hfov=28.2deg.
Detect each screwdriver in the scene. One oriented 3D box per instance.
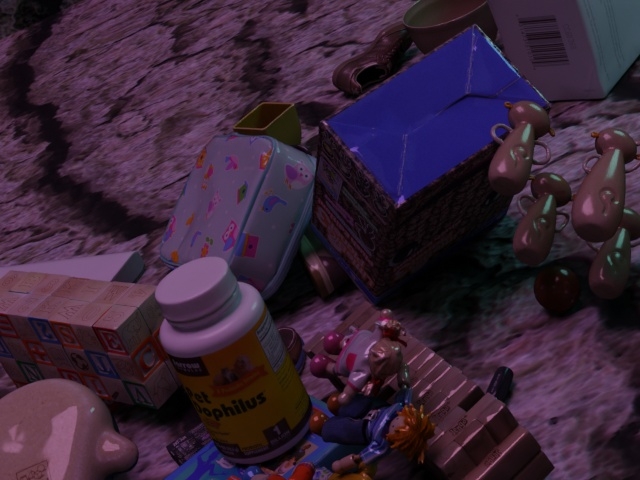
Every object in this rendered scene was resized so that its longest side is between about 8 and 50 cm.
[{"bbox_3d":[0.175,0.198,1.346,0.025,0.024,0.170,16,47,10],"label":"screwdriver"}]

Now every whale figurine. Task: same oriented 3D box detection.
[{"bbox_3d":[-0.300,0.294,1.465,0.216,0.141,0.272,-25,52,0],"label":"whale figurine"}]

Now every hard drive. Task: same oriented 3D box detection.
[{"bbox_3d":[-0.443,0.100,1.967,0.308,0.040,0.203,-6,33,31],"label":"hard drive"}]

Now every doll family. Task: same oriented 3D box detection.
[{"bbox_3d":[0.034,0.202,1.239,0.263,0.118,0.163,-58,21,-16],"label":"doll family"}]

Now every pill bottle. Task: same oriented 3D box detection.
[{"bbox_3d":[-0.096,0.127,1.364,0.117,0.215,0.117,-19,27,10],"label":"pill bottle"}]

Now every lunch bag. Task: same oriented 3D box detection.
[{"bbox_3d":[-0.114,-0.031,1.764,0.279,0.108,0.224,8,78,64],"label":"lunch bag"}]

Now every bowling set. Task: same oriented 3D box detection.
[{"bbox_3d":[0.293,-0.029,1.440,0.154,0.287,0.200,-65,5,-36],"label":"bowling set"}]

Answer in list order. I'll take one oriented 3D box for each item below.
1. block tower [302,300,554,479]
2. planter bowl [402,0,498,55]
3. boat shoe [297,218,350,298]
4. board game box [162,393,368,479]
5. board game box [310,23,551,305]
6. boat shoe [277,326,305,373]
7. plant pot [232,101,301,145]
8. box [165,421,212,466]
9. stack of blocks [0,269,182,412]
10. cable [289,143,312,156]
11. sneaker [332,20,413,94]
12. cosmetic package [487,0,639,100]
[{"bbox_3d":[0.104,0.170,1.348,0.097,0.091,0.335,-42,30,-10],"label":"block tower"},{"bbox_3d":[0.231,-0.352,2.143,0.162,0.109,0.162,-19,29,11],"label":"planter bowl"},{"bbox_3d":[0.000,-0.001,1.763,0.073,0.080,0.223,-20,33,-3],"label":"boat shoe"},{"bbox_3d":[-0.065,0.255,1.400,0.210,0.047,0.160,-37,30,-22],"label":"board game box"},{"bbox_3d":[0.124,-0.085,1.561,0.232,0.291,0.141,-34,72,-16],"label":"board game box"},{"bbox_3d":[-0.070,0.148,1.549,0.066,0.066,0.183,-4,26,23],"label":"boat shoe"},{"bbox_3d":[-0.079,-0.172,2.103,0.081,0.083,0.081,8,43,45],"label":"plant pot"},{"bbox_3d":[-0.134,0.240,1.509,0.083,0.018,0.067,-34,29,-18],"label":"box"},{"bbox_3d":[-0.301,0.140,1.651,0.297,0.171,0.087,3,39,40],"label":"stack of blocks"},{"bbox_3d":[-0.067,-0.055,1.952,0.140,0.072,0.287,-13,41,1],"label":"cable"},{"bbox_3d":[0.110,-0.313,2.240,0.188,0.066,0.071,-39,48,-16],"label":"sneaker"},{"bbox_3d":[0.430,-0.404,1.970,0.156,0.217,0.385,3,37,41],"label":"cosmetic package"}]
